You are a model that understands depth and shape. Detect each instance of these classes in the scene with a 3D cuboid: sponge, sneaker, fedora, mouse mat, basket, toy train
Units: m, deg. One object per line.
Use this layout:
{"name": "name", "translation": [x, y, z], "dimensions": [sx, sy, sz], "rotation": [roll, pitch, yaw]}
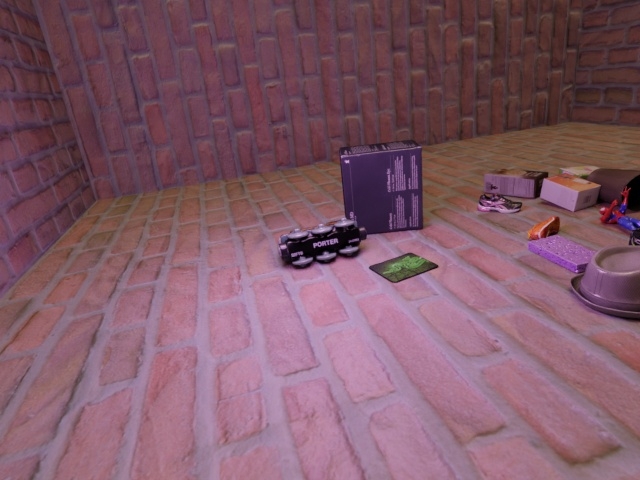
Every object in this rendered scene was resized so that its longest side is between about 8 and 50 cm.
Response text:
{"name": "sponge", "translation": [0.779, 0.039, 1.315], "dimensions": [0.117, 0.031, 0.210], "rotation": [-11, 21, -10]}
{"name": "sneaker", "translation": [0.809, -0.050, 1.494], "dimensions": [0.175, 0.064, 0.067], "rotation": [-18, 14, -33]}
{"name": "fedora", "translation": [0.792, 0.087, 1.060], "dimensions": [0.275, 0.125, 0.244], "rotation": [-11, 22, -10]}
{"name": "mouse mat", "translation": [0.276, 0.087, 1.384], "dimensions": [0.189, 0.007, 0.152], "rotation": [-16, 23, -24]}
{"name": "sneaker", "translation": [0.768, -0.165, 1.777], "dimensions": [0.178, 0.077, 0.072], "rotation": [3, 25, 23]}
{"name": "basket", "translation": [1.218, -0.218, 1.682], "dimensions": [0.204, 0.154, 0.227], "rotation": [-14, 18, -5]}
{"name": "toy train", "translation": [0.000, 0.000, 1.536], "dimensions": [0.333, 0.142, 0.190], "rotation": [-13, 10, -11]}

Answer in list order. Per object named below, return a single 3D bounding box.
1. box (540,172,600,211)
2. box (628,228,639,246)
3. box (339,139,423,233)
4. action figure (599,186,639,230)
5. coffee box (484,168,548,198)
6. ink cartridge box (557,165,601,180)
{"name": "box", "translation": [1.046, -0.206, 1.742], "dimensions": [0.130, 0.091, 0.170], "rotation": [-16, 32, -18]}
{"name": "box", "translation": [0.975, 0.013, 1.247], "dimensions": [0.052, 0.083, 0.062], "rotation": [-7, 21, -5]}
{"name": "box", "translation": [0.246, -0.217, 1.705], "dimensions": [0.312, 0.344, 0.179], "rotation": [-6, 23, 1]}
{"name": "action figure", "translation": [1.076, -0.098, 1.440], "dimensions": [0.091, 0.139, 0.280], "rotation": [-6, 19, -1]}
{"name": "coffee box", "translation": [0.932, -0.276, 1.980], "dimensions": [0.141, 0.098, 0.246], "rotation": [-24, 27, -36]}
{"name": "ink cartridge box", "translation": [1.170, -0.296, 1.914], "dimensions": [0.188, 0.097, 0.255], "rotation": [-6, 26, -12]}
